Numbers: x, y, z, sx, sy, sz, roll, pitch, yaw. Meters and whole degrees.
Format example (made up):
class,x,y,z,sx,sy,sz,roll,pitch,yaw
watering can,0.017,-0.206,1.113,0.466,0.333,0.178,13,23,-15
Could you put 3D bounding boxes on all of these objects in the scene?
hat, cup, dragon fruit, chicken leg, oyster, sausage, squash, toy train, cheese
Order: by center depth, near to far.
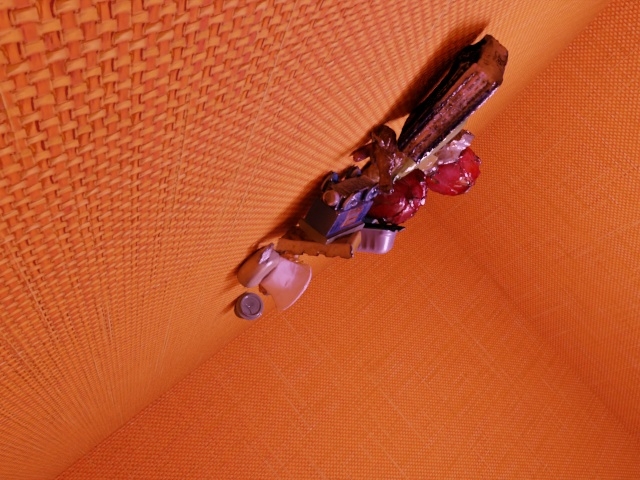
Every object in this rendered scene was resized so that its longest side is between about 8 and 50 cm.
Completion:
class,x,y,z,sx,sy,sz,roll,pitch,yaw
chicken leg,0.178,-0.227,1.364,0.080,0.196,0.125,-1,-172,9
sausage,0.142,-0.264,1.428,0.147,0.035,0.030,-31,141,-43
toy train,0.068,-0.113,1.481,0.300,0.131,0.202,-23,148,-57
cheese,-0.206,0.081,1.556,0.163,0.071,0.249,-41,173,-7
squash,0.372,-0.353,1.706,0.370,0.118,0.118,-43,172,3
hat,-0.139,0.136,1.715,0.203,0.126,0.203,-41,-155,24
dragon fruit,0.275,-0.169,1.848,0.299,0.244,0.244,-30,174,9
cup,-0.320,0.294,2.085,0.120,0.120,0.141,-36,179,-33
oyster,0.553,-0.400,2.224,0.337,0.133,0.198,-38,143,17
dragon fruit,0.647,-0.372,2.423,0.295,0.302,0.295,-62,178,-4

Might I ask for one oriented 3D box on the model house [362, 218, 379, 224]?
class,x,y,z,sx,sy,sz,roll,pitch,yaw
model house,0.243,-0.134,2.117,0.325,0.194,0.267,-38,173,9

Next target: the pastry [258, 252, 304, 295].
class,x,y,z,sx,sy,sz,roll,pitch,yaw
pastry,-0.162,0.127,1.914,0.154,0.102,0.250,-29,165,-44

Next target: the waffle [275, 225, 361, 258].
class,x,y,z,sx,sy,sz,roll,pitch,yaw
waffle,0.000,0.000,1.553,0.221,0.248,0.055,-52,144,-73

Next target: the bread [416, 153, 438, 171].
class,x,y,z,sx,sy,sz,roll,pitch,yaw
bread,0.392,-0.330,1.902,0.125,0.086,0.156,-48,154,13

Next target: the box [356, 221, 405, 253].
class,x,y,z,sx,sy,sz,roll,pitch,yaw
box,0.156,-0.016,1.902,0.264,0.337,0.106,-17,113,-72

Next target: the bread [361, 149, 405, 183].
class,x,y,z,sx,sy,sz,roll,pitch,yaw
bread,0.193,-0.229,1.682,0.269,0.098,0.087,-46,-150,34

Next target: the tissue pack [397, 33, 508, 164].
class,x,y,z,sx,sy,sz,roll,pitch,yaw
tissue pack,0.352,-0.389,1.314,0.332,0.123,0.245,-45,-167,46
